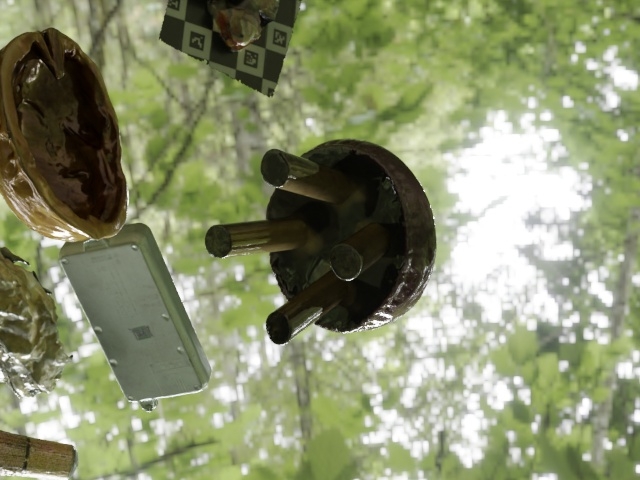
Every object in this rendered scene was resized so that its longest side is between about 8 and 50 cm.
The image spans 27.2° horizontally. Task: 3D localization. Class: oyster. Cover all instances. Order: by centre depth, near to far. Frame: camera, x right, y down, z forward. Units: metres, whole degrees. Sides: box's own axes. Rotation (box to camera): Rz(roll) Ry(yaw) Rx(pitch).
[{"bbox_3d":[-0.339,0.086,1.394,0.133,0.209,0.072,0,-155,4],"label":"oyster"}]

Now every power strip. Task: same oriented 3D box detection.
[{"bbox_3d":[-0.228,0.095,1.646,0.118,0.270,0.046,-11,-150,16],"label":"power strip"}]

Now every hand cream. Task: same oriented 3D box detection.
[{"bbox_3d":[-0.389,0.252,1.580,0.203,0.084,0.084,11,-157,-20],"label":"hand cream"}]

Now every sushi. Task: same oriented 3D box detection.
[{"bbox_3d":[-0.094,-0.307,1.634,0.193,0.210,0.040,24,159,-33],"label":"sushi"}]

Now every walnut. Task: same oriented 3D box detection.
[{"bbox_3d":[-0.256,-0.086,1.204,0.087,0.211,0.167,-21,161,23],"label":"walnut"}]

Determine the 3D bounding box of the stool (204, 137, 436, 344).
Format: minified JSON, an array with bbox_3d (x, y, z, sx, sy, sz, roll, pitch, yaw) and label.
[{"bbox_3d":[0.000,0.000,1.774,0.272,0.272,0.178,17,-162,36],"label":"stool"}]
